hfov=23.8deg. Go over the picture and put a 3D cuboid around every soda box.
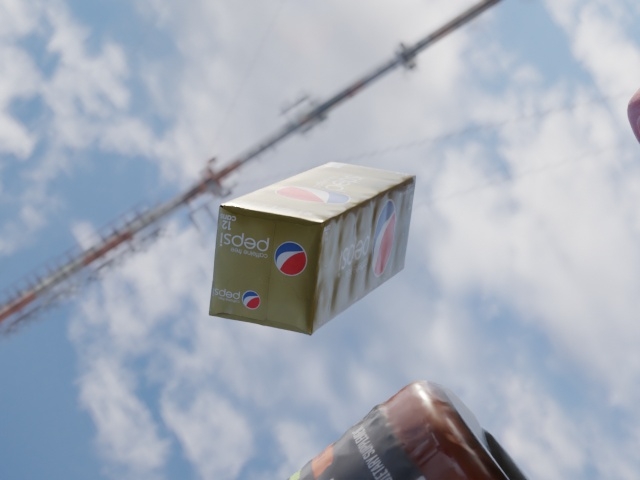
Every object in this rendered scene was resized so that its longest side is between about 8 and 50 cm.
[{"bbox_3d":[0.000,0.000,0.841,0.181,0.058,0.061,-27,-54,-68],"label":"soda box"}]

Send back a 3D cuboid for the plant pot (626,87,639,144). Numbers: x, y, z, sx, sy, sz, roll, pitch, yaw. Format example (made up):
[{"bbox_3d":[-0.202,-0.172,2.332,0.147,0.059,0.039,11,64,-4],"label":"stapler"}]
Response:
[{"bbox_3d":[0.278,-0.070,0.761,0.191,0.174,0.191,40,180,0],"label":"plant pot"}]

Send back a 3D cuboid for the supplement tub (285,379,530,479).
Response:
[{"bbox_3d":[-0.009,0.142,0.488,0.106,0.198,0.106,50,-177,-4],"label":"supplement tub"}]
